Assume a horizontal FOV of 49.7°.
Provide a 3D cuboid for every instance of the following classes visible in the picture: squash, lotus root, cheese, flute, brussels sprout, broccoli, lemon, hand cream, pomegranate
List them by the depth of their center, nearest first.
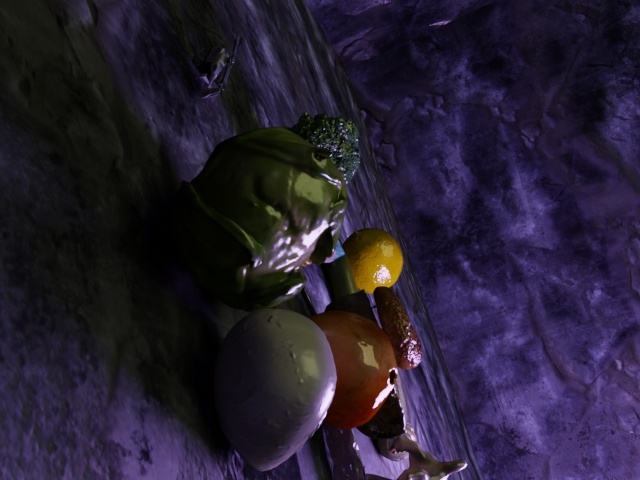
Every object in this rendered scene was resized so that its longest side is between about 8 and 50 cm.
[{"bbox_3d":[-0.066,0.184,0.938,0.154,0.189,0.198,22,36,-26],"label":"cheese"},{"bbox_3d":[-0.085,-0.034,1.012,0.227,0.259,0.294,39,-2,16],"label":"brussels sprout"},{"bbox_3d":[0.034,0.225,1.201,0.209,0.209,0.209,-22,90,-77],"label":"pomegranate"},{"bbox_3d":[0.058,0.410,1.246,0.050,0.084,0.257,8,58,-50],"label":"hand cream"},{"bbox_3d":[0.089,0.291,1.415,0.260,0.149,0.267,-99,167,-55],"label":"lotus root"},{"bbox_3d":[-0.050,0.077,1.494,0.014,0.014,0.269,-46,114,-75],"label":"flute"},{"bbox_3d":[-0.027,-0.185,1.598,0.269,0.261,0.241,6,31,-46],"label":"broccoli"},{"bbox_3d":[0.057,0.112,1.742,0.069,0.069,0.258,40,30,-63],"label":"squash"},{"bbox_3d":[0.140,0.051,1.933,0.203,0.178,0.178,59,16,-27],"label":"lemon"}]

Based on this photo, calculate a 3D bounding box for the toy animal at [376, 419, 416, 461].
[{"bbox_3d":[0.173,0.441,1.607,0.098,0.098,0.137,-37,124,-76],"label":"toy animal"}]

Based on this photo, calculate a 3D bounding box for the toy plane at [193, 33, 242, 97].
[{"bbox_3d":[-0.213,-0.346,1.394,0.197,0.078,0.053,-77,148,-43],"label":"toy plane"}]

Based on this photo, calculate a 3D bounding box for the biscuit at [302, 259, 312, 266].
[{"bbox_3d":[-0.046,0.019,1.580,0.084,0.023,0.084,59,15,-27],"label":"biscuit"}]

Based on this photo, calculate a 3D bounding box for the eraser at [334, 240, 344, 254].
[{"bbox_3d":[0.000,0.000,1.631,0.095,0.052,0.225,64,8,7],"label":"eraser"}]

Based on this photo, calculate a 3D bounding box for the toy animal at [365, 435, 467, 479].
[{"bbox_3d":[0.165,0.501,1.354,0.169,0.233,0.121,20,22,-17],"label":"toy animal"}]

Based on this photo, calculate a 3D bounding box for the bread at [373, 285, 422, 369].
[{"bbox_3d":[0.157,0.175,1.407,0.193,0.064,0.193,-21,90,-85],"label":"bread"}]
